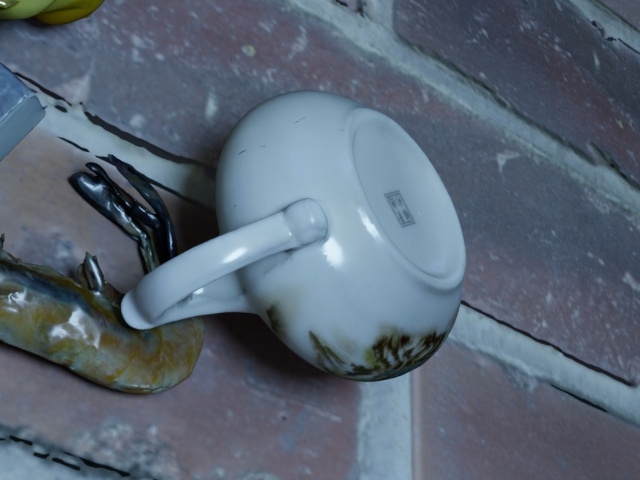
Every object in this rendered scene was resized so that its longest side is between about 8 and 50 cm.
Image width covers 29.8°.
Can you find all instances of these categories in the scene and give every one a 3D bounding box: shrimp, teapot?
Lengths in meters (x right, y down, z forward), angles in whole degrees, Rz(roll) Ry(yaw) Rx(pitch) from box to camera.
[{"bbox_3d":[-0.155,0.008,0.738,0.219,0.046,0.152,24,52,-37],"label":"shrimp"},{"bbox_3d":[0.000,0.000,0.801,0.298,0.139,0.204,-2,68,-59],"label":"teapot"}]

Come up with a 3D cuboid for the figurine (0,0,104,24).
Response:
[{"bbox_3d":[-0.232,-0.211,0.752,0.246,0.131,0.156,9,44,-29],"label":"figurine"}]

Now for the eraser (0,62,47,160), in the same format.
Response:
[{"bbox_3d":[-0.258,-0.112,0.650,0.212,0.046,0.092,42,81,1],"label":"eraser"}]
